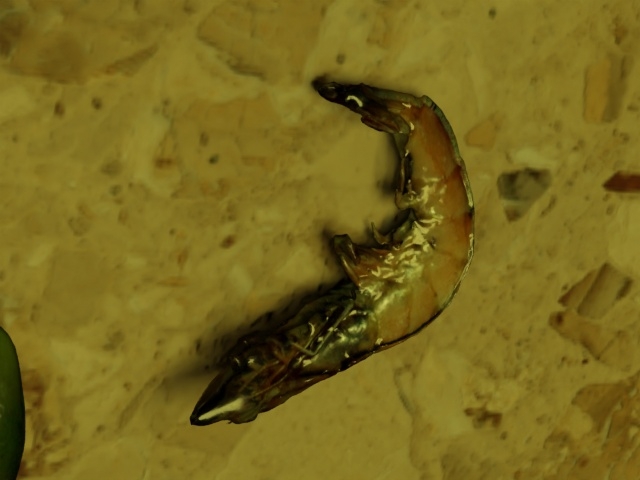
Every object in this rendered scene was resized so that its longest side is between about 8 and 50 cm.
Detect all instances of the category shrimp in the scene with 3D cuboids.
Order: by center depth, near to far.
[{"bbox_3d":[0.002,0.001,0.864,0.195,0.035,0.147,-30,128,-34],"label":"shrimp"}]

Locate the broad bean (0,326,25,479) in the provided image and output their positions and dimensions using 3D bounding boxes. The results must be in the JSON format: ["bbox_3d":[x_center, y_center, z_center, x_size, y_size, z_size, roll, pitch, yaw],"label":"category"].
[{"bbox_3d":[-0.147,0.144,0.807,0.069,0.039,0.226,-46,141,-52],"label":"broad bean"}]
